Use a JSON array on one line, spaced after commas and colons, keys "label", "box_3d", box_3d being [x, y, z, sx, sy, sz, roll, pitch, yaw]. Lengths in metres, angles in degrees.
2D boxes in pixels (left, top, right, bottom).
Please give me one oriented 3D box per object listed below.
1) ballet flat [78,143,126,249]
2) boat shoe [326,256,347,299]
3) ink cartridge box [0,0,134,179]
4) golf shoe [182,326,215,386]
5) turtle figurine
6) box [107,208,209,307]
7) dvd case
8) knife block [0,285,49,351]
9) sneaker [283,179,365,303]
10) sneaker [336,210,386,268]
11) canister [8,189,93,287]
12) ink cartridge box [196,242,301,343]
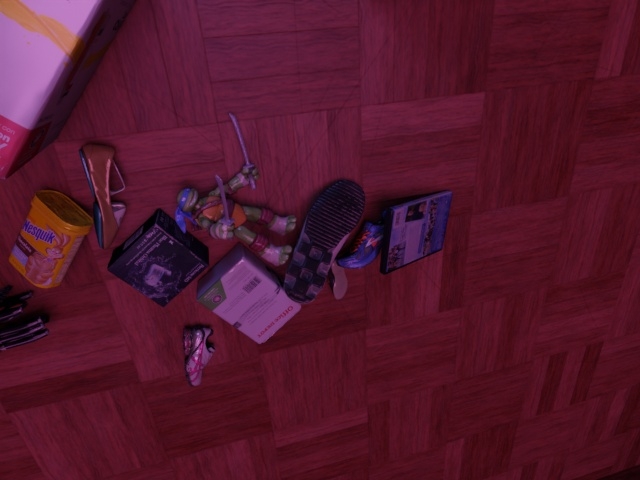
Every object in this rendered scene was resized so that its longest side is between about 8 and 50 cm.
[{"label": "ballet flat", "box_3d": [-0.453, -0.089, 0.871, 0.073, 0.080, 0.233, -14, 122, -31]}, {"label": "boat shoe", "box_3d": [0.043, 0.102, 1.129, 0.048, 0.042, 0.133, -26, 122, -27]}, {"label": "ink cartridge box", "box_3d": [-0.442, -0.327, 0.637, 0.160, 0.279, 0.385, 32, 103, -28]}, {"label": "golf shoe", "box_3d": [-0.328, 0.320, 1.108, 0.085, 0.067, 0.186, -2, 115, -17]}, {"label": "turtle figurine", "box_3d": [-0.159, -0.071, 0.896, 0.266, 0.198, 0.275, 30, 108, -30]}, {"label": "box", "box_3d": [-0.370, 0.042, 0.947, 0.156, 0.093, 0.158, -42, 120, 6]}, {"label": "dvd case", "box_3d": [0.256, -0.025, 1.083, 0.252, 0.022, 0.181, -18, 122, -36]}, {"label": "knife block", "box_3d": [-0.767, 0.224, 0.919, 0.241, 0.088, 0.276, 27, 105, -25]}, {"label": "sneaker", "box_3d": [0.000, 0.000, 1.036, 0.122, 0.146, 0.331, 30, 82, -1]}, {"label": "sneaker", "box_3d": [0.127, -0.004, 1.080, 0.221, 0.083, 0.087, -36, 110, -15]}, {"label": "canister", "box_3d": [-0.569, 0.000, 0.857, 0.126, 0.073, 0.170, 38, 106, 9]}, {"label": "ink cartridge box", "box_3d": [-0.181, 0.140, 1.049, 0.160, 0.093, 0.219, -42, 119, 6]}]
